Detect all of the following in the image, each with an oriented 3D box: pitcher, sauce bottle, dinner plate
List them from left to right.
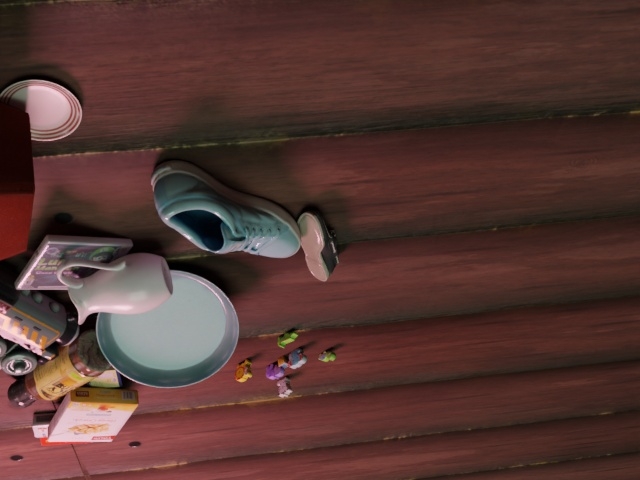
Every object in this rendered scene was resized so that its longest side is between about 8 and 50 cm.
[{"bbox_3d":[-0.488,-0.229,1.485,0.141,0.017,0.141,-5,140,-5],"label":"dinner plate"},{"bbox_3d":[-0.628,0.317,2.038,0.111,0.111,0.344,27,138,-37],"label":"sauce bottle"},{"bbox_3d":[-0.424,0.083,1.765,0.207,0.125,0.177,-14,142,0],"label":"pitcher"}]

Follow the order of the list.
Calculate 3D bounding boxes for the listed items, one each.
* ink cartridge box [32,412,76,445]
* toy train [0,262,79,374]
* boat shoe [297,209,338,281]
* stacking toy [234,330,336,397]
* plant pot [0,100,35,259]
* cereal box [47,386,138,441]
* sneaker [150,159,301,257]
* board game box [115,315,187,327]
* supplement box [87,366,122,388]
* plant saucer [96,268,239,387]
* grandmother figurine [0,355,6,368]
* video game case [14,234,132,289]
[{"bbox_3d":[-0.705,0.531,2.339,0.146,0.045,0.179,-1,137,-10],"label":"ink cartridge box"},{"bbox_3d":[-0.677,0.165,1.837,0.190,0.142,0.334,-34,136,13],"label":"toy train"},{"bbox_3d":[0.000,0.000,1.855,0.065,0.075,0.206,-44,144,-28],"label":"boat shoe"},{"bbox_3d":[-0.089,0.325,2.219,0.221,0.052,0.167,-36,135,27],"label":"stacking toy"},{"bbox_3d":[-0.611,-0.099,1.431,0.236,0.267,0.267,1,143,-25],"label":"plant pot"},{"bbox_3d":[-0.585,0.450,2.188,0.173,0.047,0.240,7,141,-28],"label":"cereal box"},{"bbox_3d":[-0.184,-0.017,1.705,0.366,0.150,0.135,25,131,-35],"label":"sneaker"},{"bbox_3d":[-0.387,0.214,2.021,0.170,0.048,0.141,-8,142,-3],"label":"board game box"},{"bbox_3d":[-0.536,0.321,2.110,0.083,0.056,0.083,-4,141,-8],"label":"supplement box"},{"bbox_3d":[-0.345,0.195,1.939,0.318,0.043,0.317,-3,118,-6],"label":"plant saucer"},{"bbox_3d":[-0.798,0.263,1.842,0.104,0.207,0.342,9,180,14],"label":"grandmother figurine"},{"bbox_3d":[-0.511,0.049,1.771,0.190,0.022,0.173,4,142,-43],"label":"video game case"}]
